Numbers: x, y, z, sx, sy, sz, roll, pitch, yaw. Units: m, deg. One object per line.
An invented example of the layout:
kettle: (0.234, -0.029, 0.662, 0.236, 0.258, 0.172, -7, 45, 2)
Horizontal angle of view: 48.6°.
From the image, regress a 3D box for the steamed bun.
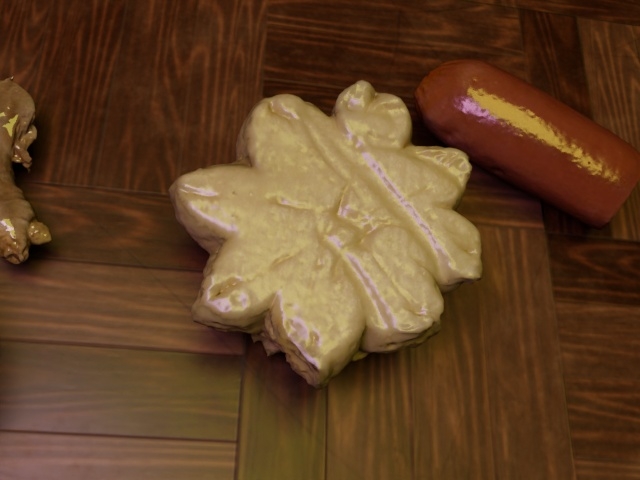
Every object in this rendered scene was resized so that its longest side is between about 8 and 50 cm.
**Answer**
steamed bun: (0.000, 0.000, 0.687, 0.293, 0.137, 0.295, 4, 71, -10)

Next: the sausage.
sausage: (0.226, -0.116, 0.794, 0.259, 0.113, 0.113, 31, 64, 4)

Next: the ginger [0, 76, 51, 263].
ginger: (-0.339, -0.068, 0.688, 0.138, 0.074, 0.213, -12, 73, -5)
